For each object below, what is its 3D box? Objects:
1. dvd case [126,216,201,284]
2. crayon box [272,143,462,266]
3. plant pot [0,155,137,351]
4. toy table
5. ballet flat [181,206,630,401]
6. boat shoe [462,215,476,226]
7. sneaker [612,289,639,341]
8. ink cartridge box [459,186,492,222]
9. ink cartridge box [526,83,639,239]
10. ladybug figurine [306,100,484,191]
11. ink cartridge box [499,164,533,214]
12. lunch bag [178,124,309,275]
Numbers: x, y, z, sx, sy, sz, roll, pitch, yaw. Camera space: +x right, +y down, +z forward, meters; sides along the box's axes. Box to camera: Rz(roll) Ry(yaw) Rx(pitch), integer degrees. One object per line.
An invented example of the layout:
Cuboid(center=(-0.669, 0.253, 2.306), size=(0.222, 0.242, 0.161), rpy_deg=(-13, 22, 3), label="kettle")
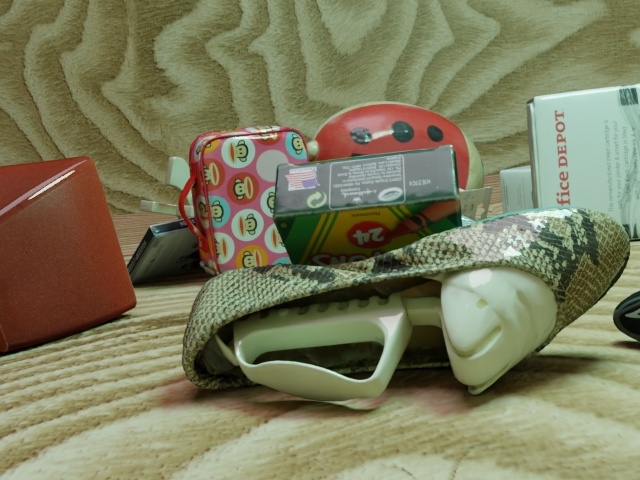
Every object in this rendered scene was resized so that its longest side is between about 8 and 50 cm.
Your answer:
Cuboid(center=(-0.278, 0.012, 1.601), size=(0.239, 0.029, 0.179), rpy_deg=(-14, -27, -44), label="dvd case")
Cuboid(center=(0.078, 0.026, 0.955), size=(0.202, 0.081, 0.318), rpy_deg=(-6, -35, 11), label="crayon box")
Cuboid(center=(-0.492, 0.039, 1.214), size=(0.267, 0.267, 0.236), rpy_deg=(-3, 21, 26), label="plant pot")
Cuboid(center=(-0.317, -0.067, 1.905), size=(0.161, 0.252, 0.274), rpy_deg=(9, -12, -40), label="toy table")
Cuboid(center=(0.079, 0.089, 0.800), size=(0.483, 0.164, 0.182), rpy_deg=(-10, 29, 14), label="ballet flat")
Cuboid(center=(0.160, 0.003, 1.375), size=(0.302, 0.094, 0.109), rpy_deg=(11, 55, 10), label="boat shoe")
Cuboid(center=(0.357, 0.087, 0.773), size=(0.078, 0.067, 0.188), rpy_deg=(-3, 9, -18), label="sneaker")
Cuboid(center=(0.275, -0.069, 1.698), size=(0.179, 0.145, 0.045), rpy_deg=(-9, 48, -7), label="ink cartridge box")
Cuboid(center=(0.605, -0.153, 1.484), size=(0.395, 0.285, 0.166), rpy_deg=(-5, 7, 10), label="ink cartridge box")
Cuboid(center=(0.183, -0.163, 1.772), size=(0.450, 0.305, 0.162), rpy_deg=(6, 5, -17), label="ladybug figurine")
Cuboid(center=(0.605, -0.119, 1.808), size=(0.226, 0.131, 0.306), rpy_deg=(-11, 8, -29), label="ink cartridge box")
Cuboid(center=(-0.147, -0.071, 1.508), size=(0.258, 0.293, 0.120), rpy_deg=(-10, 13, -24), label="lunch bag")
